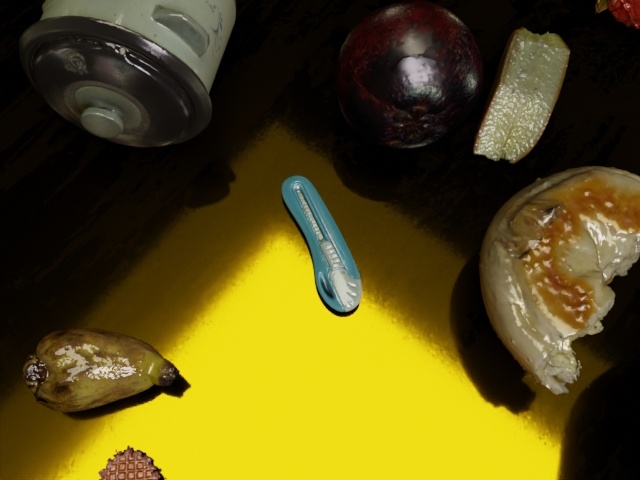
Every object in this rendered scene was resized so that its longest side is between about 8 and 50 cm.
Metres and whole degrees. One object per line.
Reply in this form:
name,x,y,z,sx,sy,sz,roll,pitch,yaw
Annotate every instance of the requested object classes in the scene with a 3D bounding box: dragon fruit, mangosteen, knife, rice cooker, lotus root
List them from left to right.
lotus root,-0.280,0.168,0.945,0.190,0.094,0.108,0,101,-11
rice cooker,-0.265,-0.278,1.029,0.316,0.264,0.317,-23,49,30
knife,0.000,0.000,1.042,0.064,0.031,0.222,-23,70,-6
mangosteen,0.127,-0.248,1.045,0.216,0.216,0.216,0,69,-1
dragon fruit,0.494,-0.392,1.184,0.106,0.083,0.162,8,43,12

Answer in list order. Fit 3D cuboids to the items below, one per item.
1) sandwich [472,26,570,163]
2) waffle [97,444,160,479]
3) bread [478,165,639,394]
sandwich,0.313,-0.242,1.114,0.094,0.096,0.258,20,72,1
waffle,-0.243,0.304,0.920,0.083,0.029,0.075,42,71,17
bread,0.307,0.030,0.963,0.192,0.171,0.314,31,70,13
